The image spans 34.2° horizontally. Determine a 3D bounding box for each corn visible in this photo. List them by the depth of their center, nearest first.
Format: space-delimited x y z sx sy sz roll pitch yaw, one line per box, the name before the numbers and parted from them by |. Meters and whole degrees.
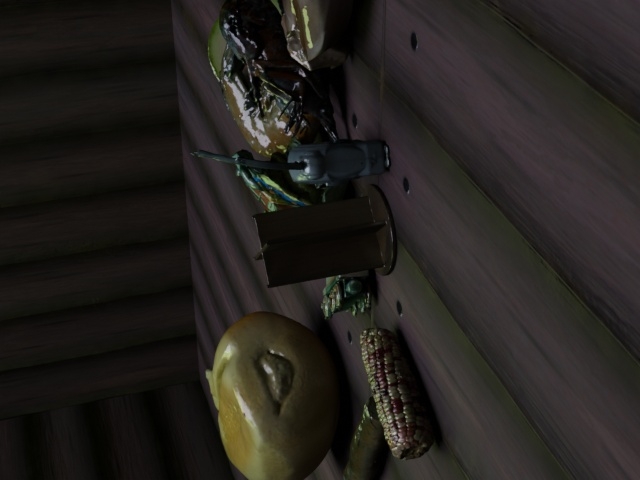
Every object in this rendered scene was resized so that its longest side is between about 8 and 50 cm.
corn | 0.130 0.258 1.812 0.086 0.086 0.253 102 156 -53

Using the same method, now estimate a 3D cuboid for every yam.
yam | 0.094 0.411 2.062 0.317 0.067 0.071 101 167 -50

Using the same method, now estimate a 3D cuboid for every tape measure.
tape measure | -0.059 -0.125 1.781 0.164 0.330 0.084 174 89 -76

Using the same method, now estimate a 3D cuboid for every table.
table | 0.000 0.000 1.841 0.167 0.226 0.167 170 90 -74

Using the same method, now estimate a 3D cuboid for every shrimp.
shrimp | -0.069 -0.297 1.959 0.372 0.137 0.172 64 173 -9
shrimp | -0.096 -0.373 2.078 0.272 0.085 0.445 27 127 31

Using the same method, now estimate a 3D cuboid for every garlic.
garlic | -0.013 -0.465 1.777 0.325 0.132 0.279 95 159 -49

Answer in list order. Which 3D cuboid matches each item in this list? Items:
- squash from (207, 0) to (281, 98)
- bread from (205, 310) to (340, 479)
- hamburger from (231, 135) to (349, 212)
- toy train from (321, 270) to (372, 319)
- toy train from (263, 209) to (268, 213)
squash | -0.119 -0.395 2.341 0.309 0.210 0.234 7 -110 -76
bread | -0.097 0.362 2.365 0.376 0.252 0.348 99 151 -54
hamburger | -0.047 -0.107 2.054 0.276 0.150 0.260 47 175 -17
toy train | 0.048 0.082 2.014 0.194 0.080 0.125 125 143 -72
toy train | -0.111 -0.073 2.532 0.085 0.053 0.250 43 141 53
